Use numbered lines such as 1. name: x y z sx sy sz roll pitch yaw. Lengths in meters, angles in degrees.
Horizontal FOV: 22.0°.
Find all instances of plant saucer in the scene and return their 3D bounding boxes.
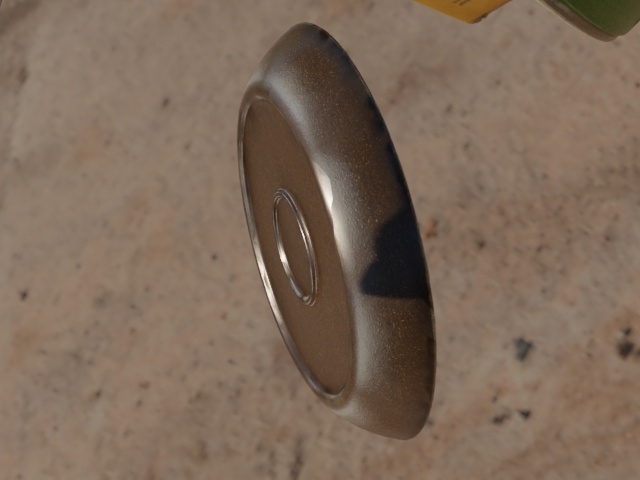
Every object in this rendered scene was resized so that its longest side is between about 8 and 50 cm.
1. plant saucer: 0.000 0.000 1.189 0.310 0.050 0.311 165 90 -75

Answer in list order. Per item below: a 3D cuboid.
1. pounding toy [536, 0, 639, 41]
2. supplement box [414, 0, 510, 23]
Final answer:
1. pounding toy: 0.082 -0.163 0.536 0.110 0.237 0.183 -42 70 19
2. supplement box: 0.049 -0.246 1.256 0.078 0.233 0.080 -22 51 57
